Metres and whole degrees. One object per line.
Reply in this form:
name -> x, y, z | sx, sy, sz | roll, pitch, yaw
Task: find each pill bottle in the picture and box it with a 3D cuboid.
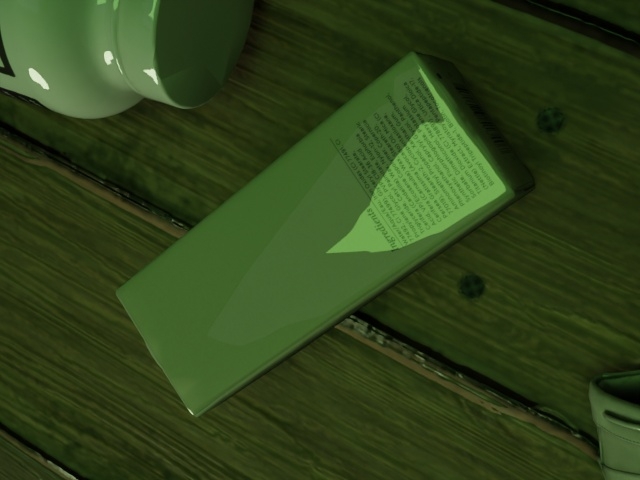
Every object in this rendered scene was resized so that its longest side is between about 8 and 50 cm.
pill bottle -> -0.215, -0.195, 0.612 | 0.322, 0.181, 0.182 | 19, 104, 18

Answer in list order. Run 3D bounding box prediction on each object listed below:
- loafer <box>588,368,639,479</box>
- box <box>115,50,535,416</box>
loafer -> 0.253, 0.084, 0.434 | 0.112, 0.112, 0.319 | 63, 147, 7
box -> 0.000, 0.000, 0.598 | 0.275, 0.094, 0.113 | -35, 83, 22
